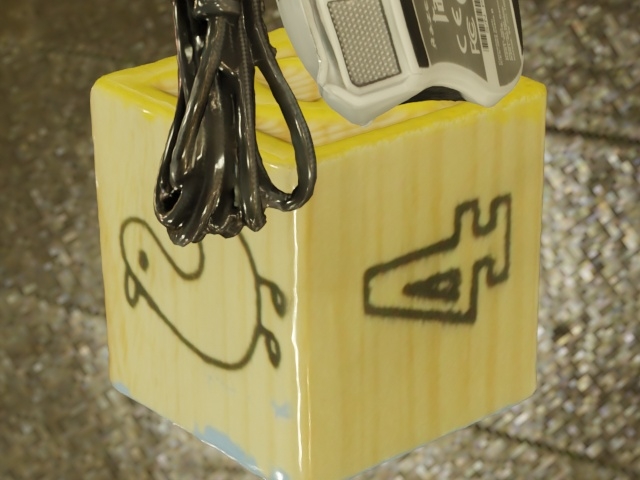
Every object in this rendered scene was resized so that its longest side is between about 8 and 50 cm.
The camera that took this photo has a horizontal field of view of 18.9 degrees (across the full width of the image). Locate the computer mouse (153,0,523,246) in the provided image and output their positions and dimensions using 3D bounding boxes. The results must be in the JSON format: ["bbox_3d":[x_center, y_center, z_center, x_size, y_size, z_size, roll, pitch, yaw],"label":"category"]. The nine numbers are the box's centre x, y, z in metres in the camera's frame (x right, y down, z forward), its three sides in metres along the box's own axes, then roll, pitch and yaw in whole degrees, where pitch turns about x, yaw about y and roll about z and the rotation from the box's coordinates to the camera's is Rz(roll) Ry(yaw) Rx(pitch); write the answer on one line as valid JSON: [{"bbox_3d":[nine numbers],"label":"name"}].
[{"bbox_3d":[0.002,-0.056,0.425,0.042,0.193,0.106,-11,89,20],"label":"computer mouse"}]

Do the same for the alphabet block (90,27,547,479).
[{"bbox_3d":[0.000,0.000,1.102,0.192,0.193,0.197,23,123,44],"label":"alphabet block"}]
